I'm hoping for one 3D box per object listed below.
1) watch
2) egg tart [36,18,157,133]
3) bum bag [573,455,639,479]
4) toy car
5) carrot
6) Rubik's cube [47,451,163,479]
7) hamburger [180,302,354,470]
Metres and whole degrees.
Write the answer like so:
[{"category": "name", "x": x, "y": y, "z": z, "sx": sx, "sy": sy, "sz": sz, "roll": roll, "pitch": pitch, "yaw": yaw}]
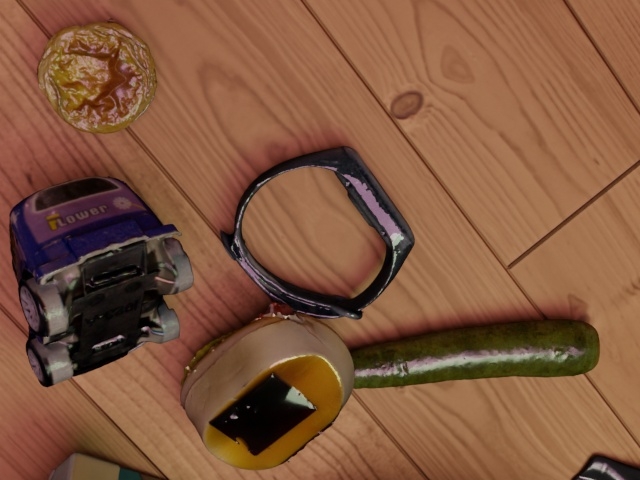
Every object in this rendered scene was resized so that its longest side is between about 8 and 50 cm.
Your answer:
[{"category": "watch", "x": 0.000, "y": 0.000, "z": 1.150, "sx": 0.193, "sy": 0.068, "sz": 0.206, "roll": -35, "pitch": 102, "yaw": 4}, {"category": "egg tart", "x": -0.245, "y": -0.184, "z": 1.076, "sx": 0.130, "sy": 0.052, "sz": 0.130, "roll": -2, "pitch": 104, "yaw": -7}, {"category": "bum bag", "x": 0.456, "y": 0.367, "z": 1.305, "sx": 0.248, "sy": 0.060, "sz": 0.123, "roll": 10, "pitch": 102, "yaw": -10}, {"category": "toy car", "x": -0.257, "y": 0.043, "z": 1.066, "sx": 0.172, "sy": 0.158, "sz": 0.235, "roll": -19, "pitch": 148, "yaw": -31}, {"category": "carrot", "x": 0.171, "y": 0.144, "z": 1.209, "sx": 0.358, "sy": 0.074, "sz": 0.074, "roll": -4, "pitch": 103, "yaw": -5}, {"category": "Rubik's cube", "x": -0.276, "y": 0.379, "z": 1.118, "sx": 0.213, "sy": 0.224, "sz": 0.265, "roll": 25, "pitch": 96, "yaw": -29}, {"category": "hamburger", "x": -0.062, "y": 0.172, "z": 1.143, "sx": 0.173, "sy": 0.116, "sz": 0.210, "roll": 38, "pitch": 110, "yaw": -23}]
